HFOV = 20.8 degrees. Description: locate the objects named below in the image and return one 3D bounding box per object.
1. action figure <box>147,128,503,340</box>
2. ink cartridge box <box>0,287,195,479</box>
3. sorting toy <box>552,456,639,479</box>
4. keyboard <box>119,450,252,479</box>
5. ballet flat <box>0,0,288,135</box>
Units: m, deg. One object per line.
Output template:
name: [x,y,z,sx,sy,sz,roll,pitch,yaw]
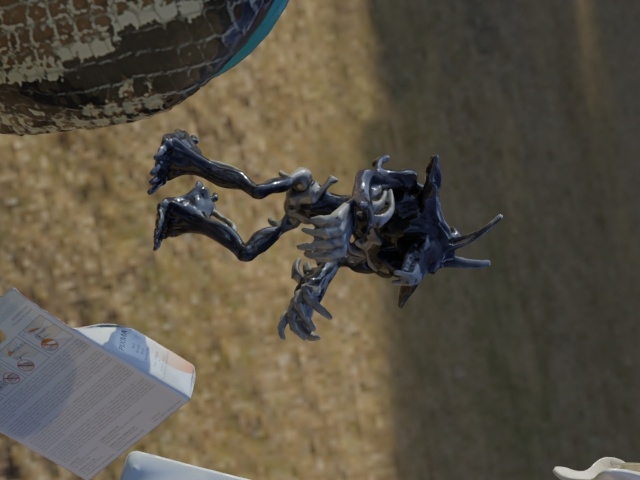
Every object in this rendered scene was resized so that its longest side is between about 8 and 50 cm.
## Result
action figure: [0.000,0.000,1.392,0.141,0.275,0.164,-73,174,-45]
ink cartridge box: [-0.216,0.110,1.423,0.179,0.145,0.045,36,34,-23]
sorting toy: [0.183,0.148,1.054,0.075,0.083,0.045,20,75,-30]
keyboard: [-0.078,0.209,0.699,0.014,0.072,0.256,89,14,-61]
ballet flat: [-0.209,-0.163,0.603,0.182,0.483,0.164,10,107,-42]
